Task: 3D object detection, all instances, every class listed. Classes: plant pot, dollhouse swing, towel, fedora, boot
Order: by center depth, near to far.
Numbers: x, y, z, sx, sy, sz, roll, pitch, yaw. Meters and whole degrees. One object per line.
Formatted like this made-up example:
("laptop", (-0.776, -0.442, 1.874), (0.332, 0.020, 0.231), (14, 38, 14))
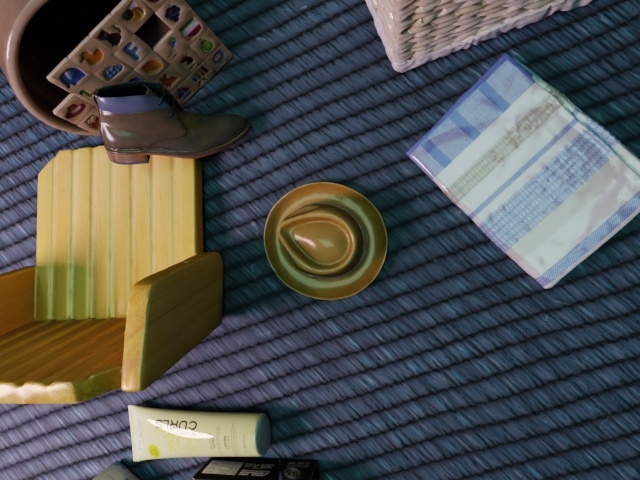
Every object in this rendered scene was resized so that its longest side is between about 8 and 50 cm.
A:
("towel", (0.292, -0.098, 0.616), (0.209, 0.034, 0.285), (-45, 79, 9))
("dollhouse swing", (-0.352, 0.011, 0.626), (0.346, 0.315, 0.305), (-3, 99, 11))
("plant pot", (-0.350, -0.328, 0.646), (0.263, 0.263, 0.229), (-40, 72, 8))
("fedora", (0.000, 0.000, 0.647), (0.194, 0.079, 0.194), (0, 88, 12))
("boot", (-0.218, -0.182, 0.651), (0.219, 0.106, 0.082), (-14, 48, -12))

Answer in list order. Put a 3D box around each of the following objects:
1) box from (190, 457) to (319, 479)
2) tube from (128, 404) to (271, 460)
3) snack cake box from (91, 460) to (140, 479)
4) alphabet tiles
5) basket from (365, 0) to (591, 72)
("box", (-0.094, 0.415, 0.658), (0.180, 0.077, 0.147), (-2, 89, 11))
("tube", (-0.199, 0.307, 0.693), (0.240, 0.062, 0.070), (-6, 47, 16))
("snack cake box", (-0.363, 0.519, 0.703), (0.152, 0.089, 0.264), (36, 96, 8))
("alphabet tiles", (-0.262, -0.242, 0.643), (0.237, 0.198, 0.009), (-40, 73, 8))
("basket", (0.191, -0.452, 0.527), (0.331, 0.266, 0.328), (-18, 85, 8))
